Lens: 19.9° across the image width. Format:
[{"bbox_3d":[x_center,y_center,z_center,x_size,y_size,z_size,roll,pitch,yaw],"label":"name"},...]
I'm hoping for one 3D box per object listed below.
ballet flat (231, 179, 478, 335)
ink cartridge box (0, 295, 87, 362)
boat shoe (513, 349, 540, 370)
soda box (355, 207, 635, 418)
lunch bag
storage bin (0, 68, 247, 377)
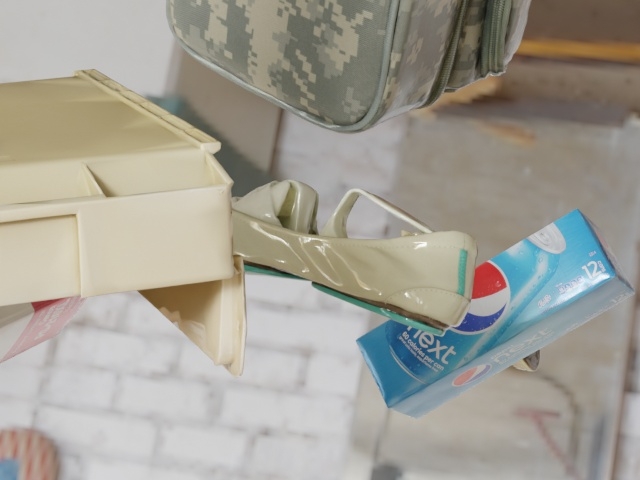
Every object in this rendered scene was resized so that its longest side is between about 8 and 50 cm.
[{"bbox_3d":[0.000,0.000,1.236,0.248,0.086,0.086,14,171,34],"label":"ballet flat"},{"bbox_3d":[-0.293,0.020,1.165,0.237,0.172,0.100,-27,169,-36],"label":"ink cartridge box"},{"bbox_3d":[0.165,0.078,1.745,0.045,0.050,0.135,-14,129,34],"label":"boat shoe"},{"bbox_3d":[0.139,0.061,1.455,0.210,0.067,0.071,-32,157,13],"label":"soda box"},{"bbox_3d":[0.060,-0.254,1.249,0.213,0.305,0.256,28,-146,29],"label":"lunch bag"},{"bbox_3d":[-0.201,0.002,0.935,0.262,0.123,0.260,-7,-163,-22],"label":"storage bin"}]
